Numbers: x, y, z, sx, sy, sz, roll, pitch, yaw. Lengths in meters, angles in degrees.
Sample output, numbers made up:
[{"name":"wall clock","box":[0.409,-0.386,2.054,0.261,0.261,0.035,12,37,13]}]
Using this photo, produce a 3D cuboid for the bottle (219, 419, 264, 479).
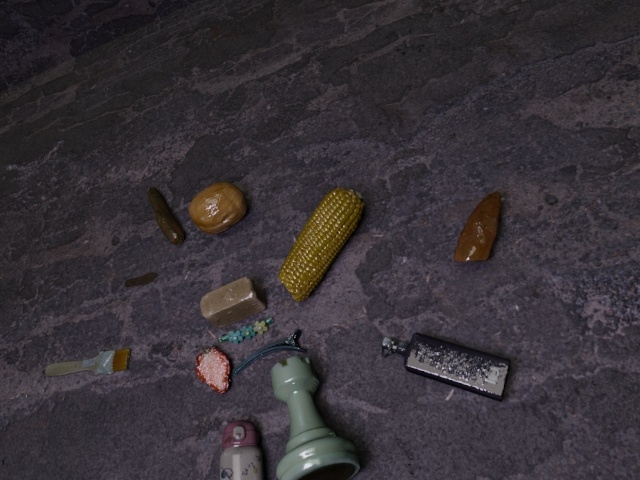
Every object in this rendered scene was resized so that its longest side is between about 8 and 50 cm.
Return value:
[{"name":"bottle","box":[-0.198,0.575,1.141,0.110,0.110,0.233,-16,58,12]}]

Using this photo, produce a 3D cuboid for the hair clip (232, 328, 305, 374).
[{"name":"hair clip","box":[-0.153,0.329,1.315,0.230,0.039,0.070,-25,55,12]}]

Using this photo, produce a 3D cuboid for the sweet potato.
[{"name":"sweet potato","box":[0.446,-0.032,1.263,0.097,0.097,0.251,18,64,28]}]

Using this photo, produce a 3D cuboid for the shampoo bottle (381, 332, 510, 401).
[{"name":"shampoo bottle","box":[0.300,0.299,1.131,0.310,0.071,0.098,13,68,26]}]

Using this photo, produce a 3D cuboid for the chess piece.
[{"name":"chess piece","box":[-0.037,0.442,1.124,0.195,0.194,0.299,-27,46,4]}]

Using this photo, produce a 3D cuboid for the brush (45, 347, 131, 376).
[{"name":"brush","box":[-0.778,0.413,1.508,0.337,0.020,0.085,-12,58,14]}]

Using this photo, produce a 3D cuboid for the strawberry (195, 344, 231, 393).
[{"name":"strawberry","box":[-0.310,0.379,1.336,0.104,0.048,0.152,-27,69,-4]}]

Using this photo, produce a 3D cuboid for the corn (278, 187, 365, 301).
[{"name":"corn","box":[0.000,0.000,1.378,0.144,0.144,0.387,26,73,31]}]

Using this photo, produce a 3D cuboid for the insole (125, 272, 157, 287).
[{"name":"insole","box":[-0.641,0.141,1.624,0.135,0.002,0.045,-12,58,14]}]

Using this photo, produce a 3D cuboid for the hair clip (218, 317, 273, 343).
[{"name":"hair clip","box":[-0.222,0.276,1.367,0.173,0.049,0.049,-21,56,7]}]

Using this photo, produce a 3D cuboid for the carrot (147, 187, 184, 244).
[{"name":"carrot","box":[-0.596,-0.104,1.713,0.070,0.070,0.342,-38,54,-3]}]

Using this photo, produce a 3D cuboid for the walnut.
[{"name":"walnut","box":[-0.351,-0.113,1.562,0.197,0.165,0.165,-41,56,-1]}]

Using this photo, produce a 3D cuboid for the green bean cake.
[{"name":"green bean cake","box":[-0.264,0.190,1.388,0.179,0.109,0.085,-25,56,7]}]
